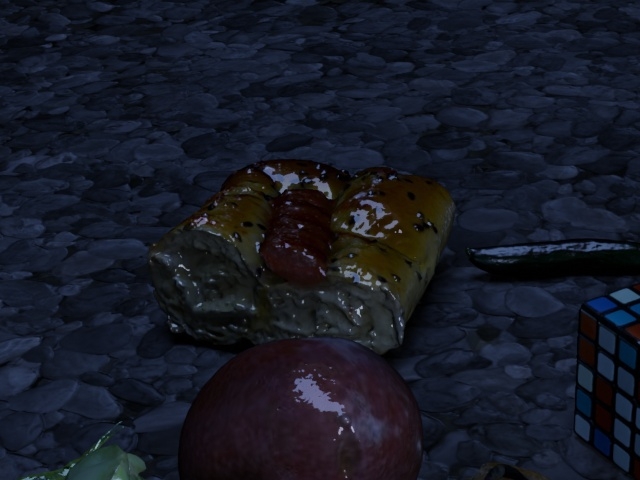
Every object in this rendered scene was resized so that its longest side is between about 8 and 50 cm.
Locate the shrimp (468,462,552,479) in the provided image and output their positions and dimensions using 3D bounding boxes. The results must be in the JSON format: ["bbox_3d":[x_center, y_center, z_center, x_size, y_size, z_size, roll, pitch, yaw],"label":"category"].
[{"bbox_3d":[0.214,0.296,1.479,0.152,0.046,0.219,29,28,-12],"label":"shrimp"}]

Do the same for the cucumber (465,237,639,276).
[{"bbox_3d":[0.347,0.024,2.084,0.284,0.056,0.056,0,26,-2],"label":"cucumber"}]

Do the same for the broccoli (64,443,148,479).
[{"bbox_3d":[-0.126,0.301,1.321,0.270,0.270,0.270,-29,23,13],"label":"broccoli"}]

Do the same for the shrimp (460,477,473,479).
[{"bbox_3d":[0.144,0.306,1.527,0.217,0.051,0.115,-19,32,-35],"label":"shrimp"}]

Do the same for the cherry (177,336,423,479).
[{"bbox_3d":[-0.017,0.207,1.516,0.261,0.307,0.221,-10,71,-17],"label":"cherry"}]

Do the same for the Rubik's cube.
[{"bbox_3d":[0.411,0.159,1.646,0.182,0.184,0.187,-16,28,-25],"label":"Rubik's cube"}]

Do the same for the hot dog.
[{"bbox_3d":[0.000,0.000,2.021,0.367,0.196,0.365,10,25,20],"label":"hot dog"}]

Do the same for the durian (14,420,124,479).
[{"bbox_3d":[-0.354,0.306,1.439,0.356,0.169,0.157,-9,25,-10],"label":"durian"}]
